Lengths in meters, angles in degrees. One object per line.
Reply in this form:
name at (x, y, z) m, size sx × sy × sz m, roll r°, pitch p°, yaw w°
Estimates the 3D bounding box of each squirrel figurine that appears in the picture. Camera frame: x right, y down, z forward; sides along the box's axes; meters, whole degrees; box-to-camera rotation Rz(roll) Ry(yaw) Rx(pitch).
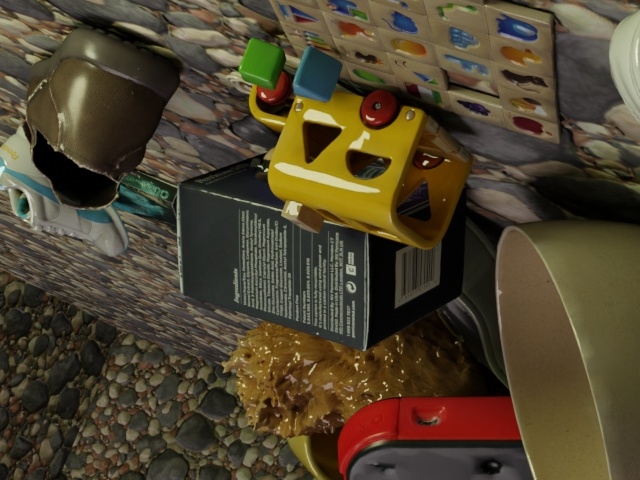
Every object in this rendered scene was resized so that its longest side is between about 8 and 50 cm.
squirrel figurine at (0.097, 0.153, 1.471) m, size 0.397 × 0.281 × 0.370 m, roll 33°, pitch -175°, yaw -36°

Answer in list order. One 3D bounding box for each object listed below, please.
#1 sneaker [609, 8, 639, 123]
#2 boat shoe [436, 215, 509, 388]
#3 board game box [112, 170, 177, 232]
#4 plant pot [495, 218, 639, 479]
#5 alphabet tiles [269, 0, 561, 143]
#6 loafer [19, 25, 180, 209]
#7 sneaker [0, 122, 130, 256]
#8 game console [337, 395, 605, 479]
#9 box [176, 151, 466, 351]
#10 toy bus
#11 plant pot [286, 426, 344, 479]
sneaker at (0.279, -0.045, 0.645) m, size 0.305 × 0.114 × 0.152 m, roll 27°, pitch -178°, yaw -5°
boat shoe at (0.155, 0.062, 1.249) m, size 0.227 × 0.081 × 0.069 m, roll 54°, pitch 165°, yaw -12°
board game box at (-0.235, -0.060, 1.705) m, size 0.126 × 0.026 × 0.186 m, roll 22°, pitch 169°, yaw 3°
plant pot at (0.266, 0.107, 1.028) m, size 0.191 × 0.284 × 0.284 m, roll -13°, pitch 170°, yaw -5°
alphabet tiles at (0.055, -0.133, 0.847) m, size 0.198 × 0.009 × 0.237 m, roll 19°, pitch 168°, yaw 16°
loafer at (-0.230, -0.097, 1.246) m, size 0.134 × 0.130 × 0.366 m, roll 24°, pitch 169°, yaw -9°
sneaker at (-0.325, -0.046, 1.657) m, size 0.087 × 0.092 × 0.228 m, roll 30°, pitch 164°, yaw 46°
game console at (0.220, 0.284, 1.274) m, size 0.387 × 0.060 × 0.342 m, roll -2°, pitch 129°, yaw 12°
box at (0.000, 0.000, 1.153) m, size 0.207 × 0.108 × 0.153 m, roll 14°, pitch -156°, yaw 33°
toy bus at (0.008, -0.058, 1.011) m, size 0.191 × 0.104 × 0.202 m, roll 23°, pitch 172°, yaw -9°
plant pot at (0.037, 0.230, 2.066) m, size 0.254 × 0.254 × 0.239 m, roll 29°, pitch -177°, yaw -33°
